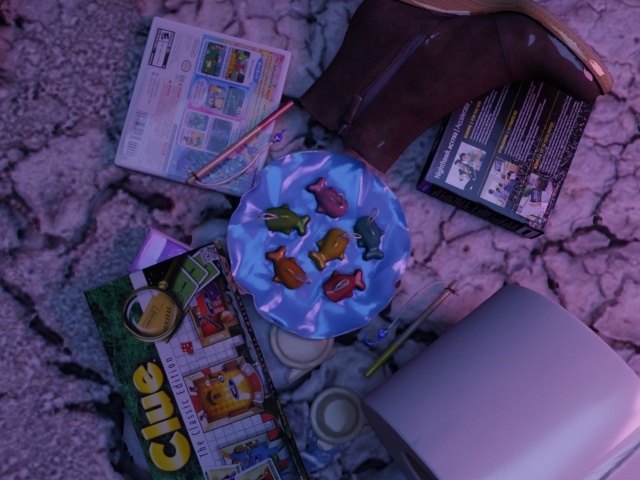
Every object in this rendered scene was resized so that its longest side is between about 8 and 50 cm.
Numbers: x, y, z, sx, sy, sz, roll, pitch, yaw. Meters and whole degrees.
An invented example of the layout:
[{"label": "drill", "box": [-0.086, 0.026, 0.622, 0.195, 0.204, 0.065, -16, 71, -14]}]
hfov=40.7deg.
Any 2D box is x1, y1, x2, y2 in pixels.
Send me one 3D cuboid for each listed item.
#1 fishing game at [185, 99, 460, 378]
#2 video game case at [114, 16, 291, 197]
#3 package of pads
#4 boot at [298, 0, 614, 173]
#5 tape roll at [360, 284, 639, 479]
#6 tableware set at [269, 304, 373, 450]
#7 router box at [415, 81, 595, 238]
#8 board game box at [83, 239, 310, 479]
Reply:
[{"label": "fishing game", "box": [0.000, 0.000, 0.829, 0.189, 0.041, 0.264, -39, 90, -16]}, {"label": "video game case", "box": [-0.115, -0.131, 0.859, 0.143, 0.019, 0.157, 14, 81, -5]}, {"label": "package of pads", "box": [-0.139, 0.026, 0.829, 0.083, 0.032, 0.050, 28, 85, -2]}, {"label": "boot", "box": [0.125, -0.146, 0.830, 0.248, 0.090, 0.207, 38, 98, 17]}, {"label": "tape roll", "box": [0.173, 0.183, 0.740, 0.169, 0.246, 0.246, -37, 88, -10]}, {"label": "tableware set", "box": [-0.035, 0.149, 0.833, 0.141, 0.020, 0.169, -21, 84, -9]}, {"label": "router box", "box": [0.193, -0.110, 0.877, 0.133, 0.046, 0.179, 24, 81, -2]}, {"label": "board game box", "box": [-0.111, 0.144, 0.795, 0.136, 0.030, 0.260, -21, 90, 10]}]
